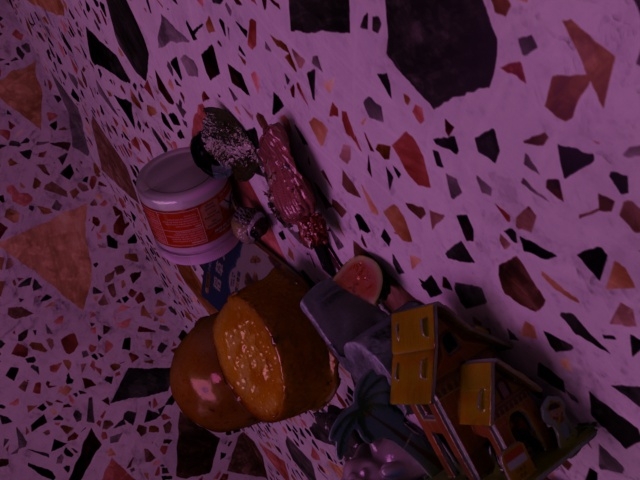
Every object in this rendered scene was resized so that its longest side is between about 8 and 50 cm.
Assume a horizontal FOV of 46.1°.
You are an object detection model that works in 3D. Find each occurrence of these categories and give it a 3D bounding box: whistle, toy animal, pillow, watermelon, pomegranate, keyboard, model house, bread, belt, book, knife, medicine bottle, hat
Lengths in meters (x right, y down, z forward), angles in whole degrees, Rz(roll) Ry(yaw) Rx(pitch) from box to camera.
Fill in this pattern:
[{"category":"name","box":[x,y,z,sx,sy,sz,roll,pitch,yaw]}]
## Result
[{"category":"whistle","box":[0.127,0.223,1.590,0.405,0.168,0.188,28,142,50]},{"category":"toy animal","box":[0.163,0.572,1.858,0.249,0.289,0.174,-119,8,-58]},{"category":"pillow","box":[0.133,0.592,2.089,0.326,0.101,0.228,52,160,-4]},{"category":"watermelon","box":[0.106,0.085,1.601,0.069,0.087,0.163,29,-179,-37]},{"category":"pomegranate","box":[-0.280,0.401,2.403,0.416,0.416,0.416,45,154,30]},{"category":"keyboard","box":[0.002,0.030,1.782,0.053,0.010,0.155,41,161,42]},{"category":"model house","box":[0.205,0.278,1.293,0.323,0.340,0.300,62,156,2]},{"category":"bread","box":[-0.109,0.277,1.908,0.398,0.215,0.398,25,123,46]},{"category":"toy animal","box":[-0.190,-0.060,2.005,0.098,0.098,0.137,138,118,-67]},{"category":"belt","box":[-0.273,-0.222,1.936,0.140,0.105,0.058,47,172,12]},{"category":"book","box":[-0.207,0.136,2.184,0.428,0.039,0.300,35,124,40]},{"category":"knife","box":[0.000,0.000,1.769,0.247,0.018,0.035,58,158,0]},{"category":"medicine bottle","box":[-0.360,-0.099,2.081,0.252,0.252,0.241,38,149,40]},{"category":"hat","box":[-0.073,-0.108,1.669,0.286,0.107,0.237,63,168,3]}]

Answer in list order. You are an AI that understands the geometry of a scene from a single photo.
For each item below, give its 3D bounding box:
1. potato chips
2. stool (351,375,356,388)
[{"category":"potato chips","box":[-0.233,-0.239,1.865,0.142,0.026,0.209,-18,92,31]},{"category":"stool","box":[0.123,0.336,1.842,0.096,0.096,0.110,43,156,33]}]
